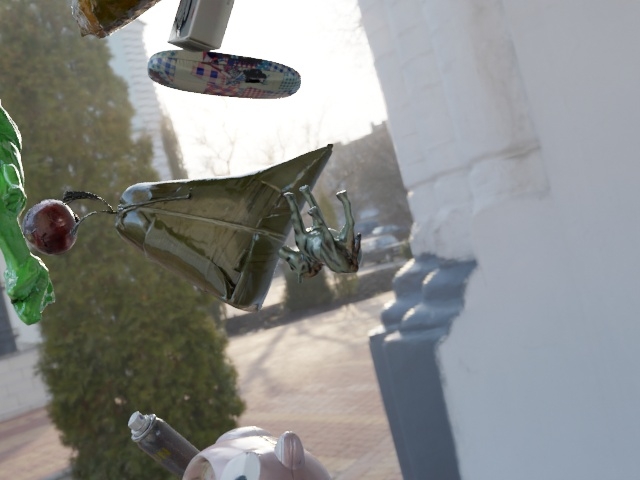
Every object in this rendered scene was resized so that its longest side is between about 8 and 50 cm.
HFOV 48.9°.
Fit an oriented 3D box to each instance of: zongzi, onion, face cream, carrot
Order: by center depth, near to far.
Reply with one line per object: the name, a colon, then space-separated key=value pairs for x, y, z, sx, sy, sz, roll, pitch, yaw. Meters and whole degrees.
zongzi: x=-0.244 y=-0.104 z=1.441 sx=0.447 sy=0.418 sz=0.181 roll=28 pitch=-6 yaw=6
carrot: x=-0.419 y=-0.586 z=1.460 sx=0.340 sy=0.241 sz=0.241 roll=-30 pitch=-1 yaw=3
face cream: x=-0.308 y=0.471 z=1.532 sx=0.073 sy=0.283 sz=0.073 roll=-35 pitch=23 yaw=17
onion: x=-0.606 y=-0.029 z=1.586 sx=0.131 sy=0.131 sz=0.131 roll=-14 pitch=0 yaw=0

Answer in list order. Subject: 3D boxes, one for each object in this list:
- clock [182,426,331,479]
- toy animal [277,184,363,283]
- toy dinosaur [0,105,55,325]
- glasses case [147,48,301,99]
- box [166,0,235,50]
clock: x=-0.103 y=0.528 z=1.320 sx=0.250 sy=0.368 sz=0.376 roll=10 pitch=-31 yaw=-26
toy animal: x=-0.009 y=-0.016 z=1.248 sx=0.090 sy=0.170 sz=0.255 roll=-29 pitch=7 yaw=-21
toy dinosaur: x=-0.496 y=-0.125 z=1.093 sx=0.144 sy=0.374 sz=0.500 roll=-23 pitch=25 yaw=-8
glasses case: x=-0.202 y=-0.352 z=1.506 sx=0.327 sy=0.076 sz=0.125 roll=4 pitch=-7 yaw=-15
box: x=-0.169 y=-0.500 z=1.195 sx=0.069 sy=0.353 sz=0.214 roll=14 pitch=7 yaw=-24
